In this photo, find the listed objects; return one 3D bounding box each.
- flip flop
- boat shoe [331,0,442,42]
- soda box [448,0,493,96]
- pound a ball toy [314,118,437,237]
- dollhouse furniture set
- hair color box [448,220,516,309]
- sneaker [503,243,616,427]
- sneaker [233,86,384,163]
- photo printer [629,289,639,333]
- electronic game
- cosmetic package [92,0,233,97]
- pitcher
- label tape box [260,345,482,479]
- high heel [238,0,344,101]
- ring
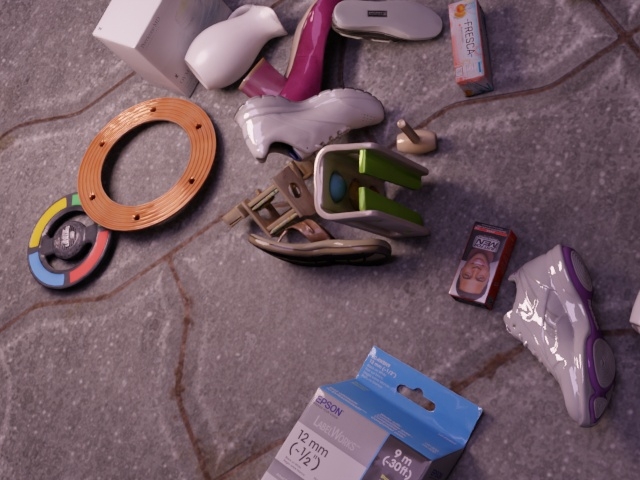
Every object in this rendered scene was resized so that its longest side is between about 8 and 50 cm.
[{"bbox_3d":[0.000,0.000,1.879,0.277,0.112,0.080,0,76,23],"label":"flip flop"},{"bbox_3d":[0.131,-0.434,2.005,0.219,0.070,0.078,7,75,-3],"label":"boat shoe"},{"bbox_3d":[0.287,-0.370,1.920,0.058,0.063,0.183,-12,65,22],"label":"soda box"},{"bbox_3d":[0.098,-0.119,1.786,0.135,0.319,0.208,-3,83,25],"label":"pound a ball toy"},{"bbox_3d":[-0.072,-0.080,1.995,0.182,0.101,0.161,-33,8,45],"label":"dollhouse furniture set"},{"bbox_3d":[0.284,0.043,1.755,0.072,0.043,0.141,14,76,30],"label":"hair color box"},{"bbox_3d":[0.385,0.164,1.630,0.152,0.114,0.305,-26,54,31],"label":"sneaker"},{"bbox_3d":[-0.014,-0.214,1.936,0.297,0.111,0.129,-10,71,-14],"label":"sneaker"},{"bbox_3d":[0.643,0.104,1.506,0.307,0.107,0.256,37,88,34],"label":"photo printer"},{"bbox_3d":[-0.548,0.000,2.200,0.229,0.048,0.229,-11,64,23],"label":"electronic game"},{"bbox_3d":[-0.336,-0.472,2.188,0.138,0.224,0.224,22,81,33],"label":"cosmetic package"},{"bbox_3d":[-0.197,-0.429,2.174,0.207,0.125,0.178,-40,35,-5],"label":"pitcher"},{"bbox_3d":[0.074,0.366,1.684,0.249,0.115,0.348,28,85,33],"label":"label tape box"},{"bbox_3d":[0.012,-0.382,2.075,0.181,0.127,0.377,41,80,-3],"label":"high heel"},{"bbox_3d":[-0.373,-0.164,2.170,0.336,0.032,0.337,-10,60,17],"label":"ring"}]
